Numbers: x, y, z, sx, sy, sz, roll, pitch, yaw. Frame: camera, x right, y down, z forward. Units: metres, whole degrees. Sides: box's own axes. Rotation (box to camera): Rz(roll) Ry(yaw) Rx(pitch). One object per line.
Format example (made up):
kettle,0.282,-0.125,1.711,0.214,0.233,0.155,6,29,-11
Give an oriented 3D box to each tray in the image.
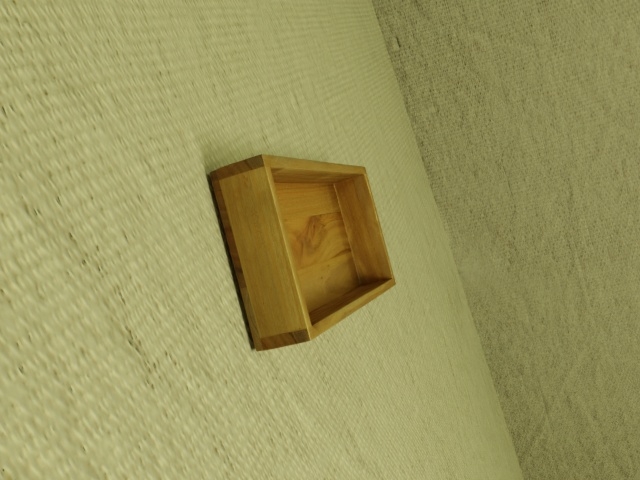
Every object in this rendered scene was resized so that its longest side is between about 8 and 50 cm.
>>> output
tray,0.000,0.000,0.877,0.411,0.076,0.202,-13,88,-71
